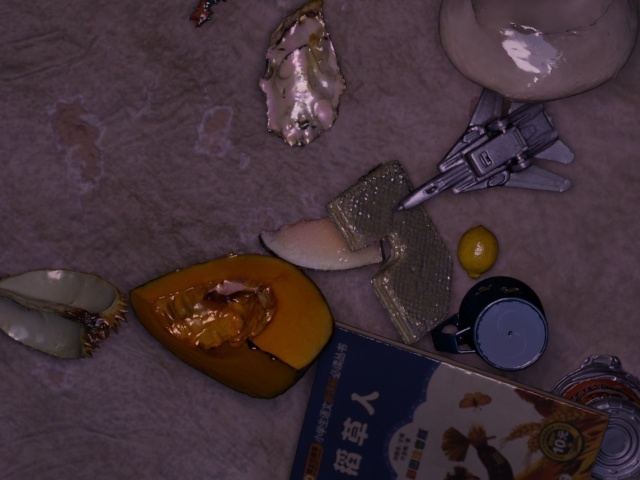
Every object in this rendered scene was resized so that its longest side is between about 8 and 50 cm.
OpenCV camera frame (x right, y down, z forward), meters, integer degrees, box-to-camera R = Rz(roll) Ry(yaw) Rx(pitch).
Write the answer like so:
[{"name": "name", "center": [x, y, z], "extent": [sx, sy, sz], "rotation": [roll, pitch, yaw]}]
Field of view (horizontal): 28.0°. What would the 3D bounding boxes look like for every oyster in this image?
[{"name": "oyster", "center": [-0.035, -0.246, 1.910], "extent": [0.132, 0.072, 0.209], "rotation": [-16, 114, -2]}]

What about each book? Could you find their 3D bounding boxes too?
[{"name": "book", "center": [0.179, 0.313, 1.892], "extent": [0.427, 0.039, 0.300], "rotation": [17, 113, 11]}]

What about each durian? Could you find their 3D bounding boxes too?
[{"name": "durian", "center": [-0.404, 0.111, 1.921], "extent": [0.252, 0.139, 0.144], "rotation": [21, 96, 21]}]

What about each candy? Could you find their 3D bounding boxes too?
[{"name": "candy", "center": [0.308, -0.303, 1.808], "extent": [0.295, 0.185, 0.296], "rotation": [1, 60, -3]}]

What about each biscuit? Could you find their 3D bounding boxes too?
[{"name": "biscuit", "center": [0.117, 0.016, 1.894], "extent": [0.147, 0.046, 0.250], "rotation": [-33, 97, -36]}]

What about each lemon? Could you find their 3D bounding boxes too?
[{"name": "lemon", "center": [0.236, 0.017, 1.921], "extent": [0.062, 0.062, 0.083], "rotation": [8, 96, 2]}]

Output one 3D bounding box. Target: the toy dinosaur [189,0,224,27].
[{"name": "toy dinosaur", "center": [-0.151, -0.385, 1.905], "extent": [0.055, 0.049, 0.154], "rotation": [32, 94, -5]}]

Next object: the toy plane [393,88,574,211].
[{"name": "toy plane", "center": [0.225, -0.113, 1.865], "extent": [0.267, 0.088, 0.212], "rotation": [-31, 93, -10]}]

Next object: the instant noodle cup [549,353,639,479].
[{"name": "instant noodle cup", "center": [0.423, 0.285, 1.906], "extent": [0.177, 0.125, 0.208], "rotation": [-15, 95, 4]}]

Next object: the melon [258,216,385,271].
[{"name": "melon", "center": [0.004, 0.007, 1.937], "extent": [0.182, 0.054, 0.098], "rotation": [-16, 89, 3]}]

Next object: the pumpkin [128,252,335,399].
[{"name": "pumpkin", "center": [-0.112, 0.121, 1.926], "extent": [0.312, 0.148, 0.169], "rotation": [24, 52, 19]}]

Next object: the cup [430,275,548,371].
[{"name": "cup", "center": [0.252, 0.131, 1.884], "extent": [0.176, 0.155, 0.131], "rotation": [-16, 94, 2]}]
